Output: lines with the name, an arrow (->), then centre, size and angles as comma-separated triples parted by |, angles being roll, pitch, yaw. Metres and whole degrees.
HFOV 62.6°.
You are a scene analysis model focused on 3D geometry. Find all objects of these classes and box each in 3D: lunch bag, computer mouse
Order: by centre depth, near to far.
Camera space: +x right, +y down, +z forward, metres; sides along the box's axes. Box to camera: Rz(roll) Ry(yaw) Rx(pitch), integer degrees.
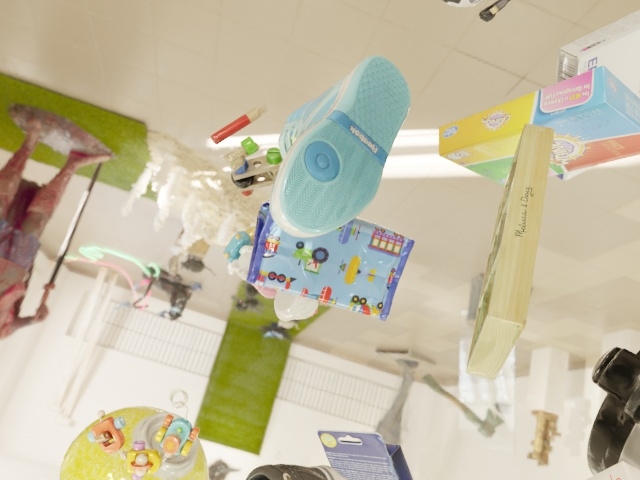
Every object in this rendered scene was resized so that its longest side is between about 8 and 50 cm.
lunch bag -> 0.000, 0.000, 0.901 | 0.221, 0.138, 0.293 | 17, -170, -10
computer mouse -> 0.336, -0.547, 1.177 | 0.193, 0.106, 0.042 | 37, 169, 33

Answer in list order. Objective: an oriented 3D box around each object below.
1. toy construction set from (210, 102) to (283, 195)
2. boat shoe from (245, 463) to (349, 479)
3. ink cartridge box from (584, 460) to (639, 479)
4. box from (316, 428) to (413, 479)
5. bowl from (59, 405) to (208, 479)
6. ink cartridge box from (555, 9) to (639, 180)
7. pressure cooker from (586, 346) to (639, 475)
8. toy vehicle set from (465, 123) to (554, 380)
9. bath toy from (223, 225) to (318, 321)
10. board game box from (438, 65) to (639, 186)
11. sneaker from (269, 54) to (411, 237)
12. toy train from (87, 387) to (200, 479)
toy construction set -> -0.071, -0.168, 1.199 | 0.257, 0.237, 0.308 | 37, 160, 53
boat shoe -> -0.005, 0.216, 0.249 | 0.076, 0.228, 0.080 | 31, 123, -32
ink cartridge box -> 0.371, 0.362, 0.658 | 0.067, 0.115, 0.198 | 30, 124, -12
box -> 0.087, 0.387, 0.818 | 0.136, 0.036, 0.225 | -15, 100, 42
bowl -> -0.324, 0.425, 1.017 | 0.290, 0.289, 0.156 | 29, 113, -28
ink cartridge box -> 0.665, -0.328, 1.153 | 0.330, 0.071, 0.324 | -26, 134, -4
pressure cooker -> 0.640, 0.321, 0.812 | 0.420, 0.376, 0.369 | 38, 143, 53
toy vehicle set -> 0.225, 0.014, 0.626 | 0.035, 0.266, 0.166 | 13, 149, 15
bath toy -> -0.112, 0.089, 1.373 | 0.129, 0.151, 0.348 | 36, -176, -47
board game box -> 0.422, -0.194, 0.986 | 0.242, 0.064, 0.317 | 14, 163, -37
sneaker -> -0.007, -0.110, 0.753 | 0.127, 0.319, 0.208 | 46, 145, -18
toy train -> -0.276, 0.306, 0.820 | 0.166, 0.125, 0.046 | -24, -179, 1
